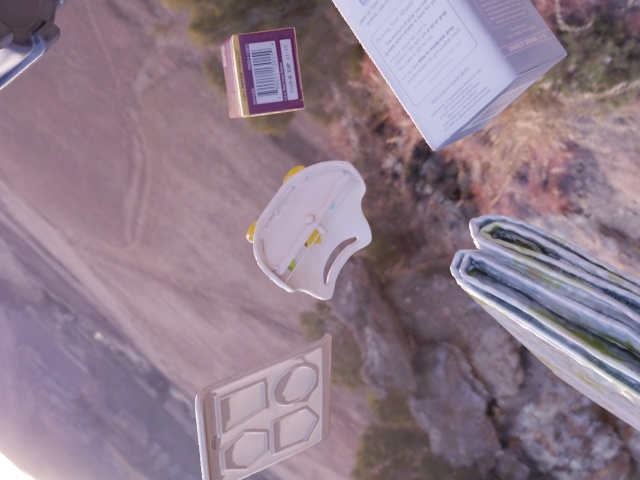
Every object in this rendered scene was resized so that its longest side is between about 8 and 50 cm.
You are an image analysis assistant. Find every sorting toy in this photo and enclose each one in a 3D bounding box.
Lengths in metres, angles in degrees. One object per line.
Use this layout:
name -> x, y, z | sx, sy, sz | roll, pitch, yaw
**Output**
sorting toy -> -0.073, 0.226, 1.256 | 0.038, 0.208, 0.193 | 40, 142, 40
sorting toy -> 0.000, 0.000, 0.598 | 0.045, 0.083, 0.075 | 25, 166, 45

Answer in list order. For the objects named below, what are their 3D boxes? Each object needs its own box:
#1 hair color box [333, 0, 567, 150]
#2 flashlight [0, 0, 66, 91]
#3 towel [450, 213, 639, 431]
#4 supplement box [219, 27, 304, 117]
hair color box -> 0.125, -0.326, 1.231 | 0.374, 0.114, 0.185 | 57, 143, 7
flashlight -> -0.256, -0.075, 0.518 | 0.304, 0.103, 0.103 | -27, 91, 32
towel -> 0.315, 0.127, 0.895 | 0.320, 0.090, 0.374 | 35, 178, 41
supplement box -> -0.041, -0.112, 0.652 | 0.083, 0.043, 0.054 | -146, 47, -76
